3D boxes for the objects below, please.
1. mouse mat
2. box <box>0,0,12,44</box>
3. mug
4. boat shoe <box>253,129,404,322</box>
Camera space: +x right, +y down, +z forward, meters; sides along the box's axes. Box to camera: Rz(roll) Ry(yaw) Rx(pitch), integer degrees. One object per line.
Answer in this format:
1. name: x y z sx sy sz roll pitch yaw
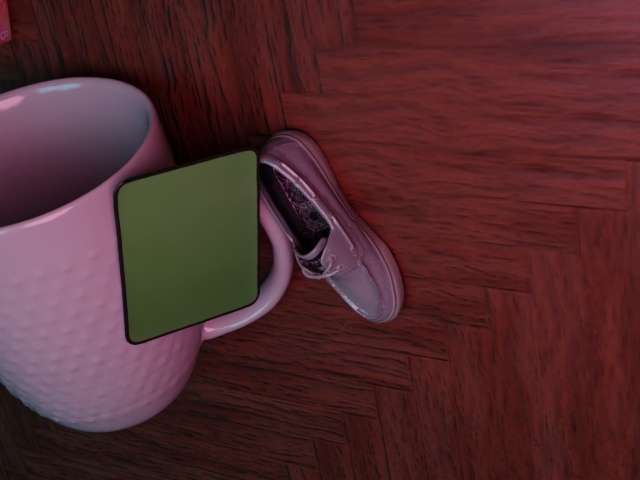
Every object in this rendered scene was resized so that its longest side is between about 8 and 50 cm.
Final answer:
1. mouse mat: -0.125 0.006 1.091 0.007 0.153 0.189 40 139 45
2. box: -0.436 -0.332 1.160 0.142 0.154 0.300 17 126 22
3. mug: -0.214 0.027 1.200 0.374 0.276 0.328 -11 127 5
4. boat shoe: 0.000 -0.001 1.138 0.079 0.081 0.227 -23 105 41
